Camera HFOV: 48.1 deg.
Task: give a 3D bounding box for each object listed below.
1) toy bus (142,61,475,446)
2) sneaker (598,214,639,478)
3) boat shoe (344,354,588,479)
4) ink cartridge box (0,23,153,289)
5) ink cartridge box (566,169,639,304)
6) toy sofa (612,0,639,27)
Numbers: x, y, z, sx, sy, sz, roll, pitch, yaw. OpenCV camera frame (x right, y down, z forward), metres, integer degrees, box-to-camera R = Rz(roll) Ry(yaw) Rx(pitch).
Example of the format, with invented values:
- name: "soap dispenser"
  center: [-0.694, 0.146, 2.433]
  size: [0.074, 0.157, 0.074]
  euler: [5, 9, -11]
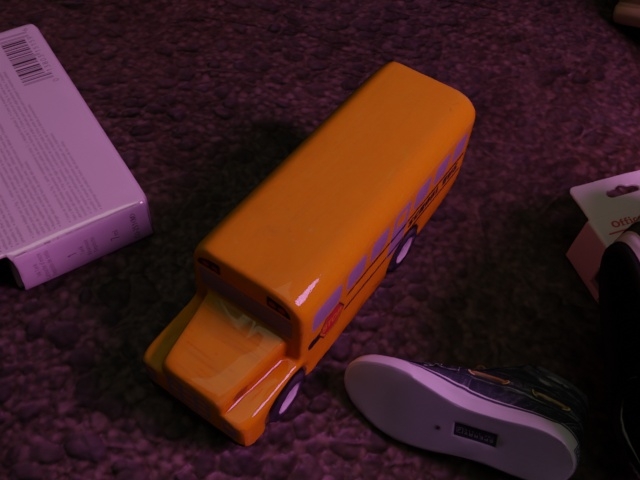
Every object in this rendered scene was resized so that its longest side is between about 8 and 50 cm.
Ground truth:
- name: "toy bus"
  center: [0.000, 0.000, 0.596]
  size: [0.108, 0.130, 0.332]
  euler: [31, 58, 17]
- name: "sneaker"
  center: [0.362, 0.153, 0.504]
  size: [0.258, 0.169, 0.447]
  euler: [-33, 79, -8]
- name: "boat shoe"
  center: [0.115, 0.125, 0.565]
  size: [0.184, 0.065, 0.083]
  euler: [18, 27, 23]
- name: "ink cartridge box"
  center: [-0.323, -0.068, 0.661]
  size: [0.239, 0.060, 0.275]
  euler: [-26, 61, -21]
- name: "ink cartridge box"
  center: [0.301, 0.026, 0.646]
  size: [0.104, 0.060, 0.180]
  euler: [-14, 57, -14]
- name: "toy sofa"
  center: [0.552, -0.334, 0.896]
  size: [0.363, 0.177, 0.150]
  euler: [-23, 35, -20]
